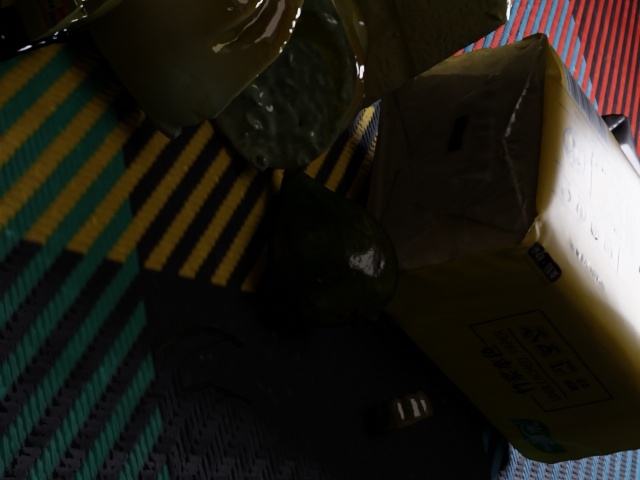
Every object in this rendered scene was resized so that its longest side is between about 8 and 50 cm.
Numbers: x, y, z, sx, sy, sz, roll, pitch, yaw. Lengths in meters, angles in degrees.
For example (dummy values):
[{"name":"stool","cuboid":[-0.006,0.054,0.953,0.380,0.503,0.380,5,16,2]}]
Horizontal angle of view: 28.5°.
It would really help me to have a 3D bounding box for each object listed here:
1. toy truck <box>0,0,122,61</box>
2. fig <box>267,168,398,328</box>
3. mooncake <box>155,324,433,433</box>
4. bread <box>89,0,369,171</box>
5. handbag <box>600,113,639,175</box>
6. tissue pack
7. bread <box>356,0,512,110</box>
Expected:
[{"name":"toy truck","cuboid":[-0.231,-0.259,0.865,0.257,0.127,0.127,62,30,-5]},{"name":"fig","cuboid":[0.000,0.000,1.125,0.117,0.117,0.177,37,20,-44]},{"name":"mooncake","cuboid":[-0.004,0.132,1.057,0.347,0.150,0.057,53,14,-63]},{"name":"bread","cuboid":[-0.074,-0.224,1.069,0.333,0.160,0.333,43,36,-41]},{"name":"handbag","cuboid":[0.392,-0.022,1.785,0.257,0.113,0.285,-29,104,-55]},{"name":"tissue pack","cuboid":[0.226,0.018,1.344,0.382,0.228,0.293,45,41,-37]},{"name":"bread","cuboid":[0.095,-0.311,1.335,0.198,0.236,0.263,53,32,-27]}]
